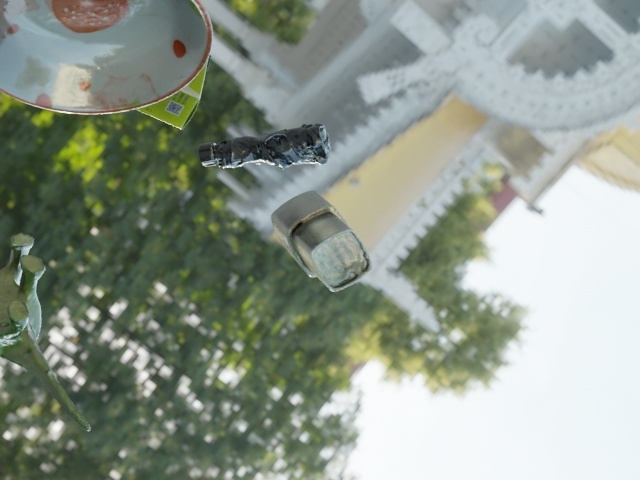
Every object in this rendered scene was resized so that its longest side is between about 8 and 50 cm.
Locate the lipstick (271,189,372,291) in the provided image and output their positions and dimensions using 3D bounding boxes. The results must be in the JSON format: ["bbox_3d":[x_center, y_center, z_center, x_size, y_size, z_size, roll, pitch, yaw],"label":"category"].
[{"bbox_3d":[0.000,0.000,1.661,0.077,0.079,0.253,-31,-167,-3],"label":"lipstick"}]

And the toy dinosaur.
[{"bbox_3d":[-0.406,0.115,1.654,0.087,0.447,0.301,-9,144,-34],"label":"toy dinosaur"}]

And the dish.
[{"bbox_3d":[-0.246,-0.242,1.442,0.260,0.260,0.085,-38,-133,42],"label":"dish"}]

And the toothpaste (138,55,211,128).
[{"bbox_3d":[-0.330,-0.287,2.076,0.077,0.327,0.110,-51,-157,42],"label":"toothpaste"}]

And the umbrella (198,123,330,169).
[{"bbox_3d":[-0.097,-0.148,2.249,0.224,0.080,0.071,-3,-127,17],"label":"umbrella"}]
